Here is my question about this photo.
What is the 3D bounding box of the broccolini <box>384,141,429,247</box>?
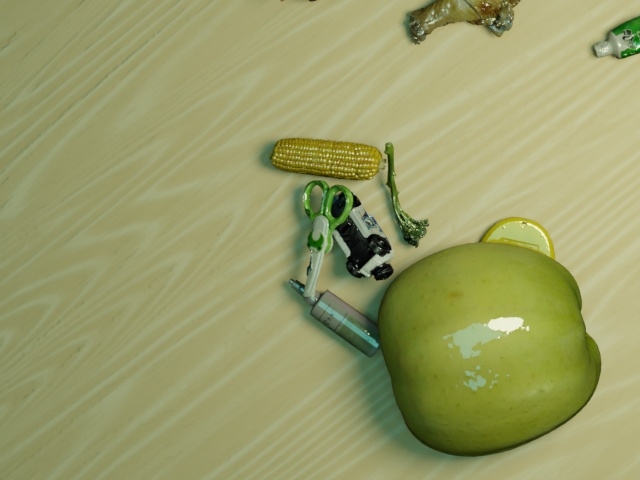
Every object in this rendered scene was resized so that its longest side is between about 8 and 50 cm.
[{"bbox_3d":[0.134,-0.078,1.733,0.052,0.054,0.194,-3,116,47],"label":"broccolini"}]

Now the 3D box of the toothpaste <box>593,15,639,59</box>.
[{"bbox_3d":[0.581,-0.361,1.674,0.248,0.047,0.078,-20,93,6],"label":"toothpaste"}]

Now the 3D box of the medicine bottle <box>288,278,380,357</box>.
[{"bbox_3d":[0.025,0.129,1.769,0.199,0.057,0.058,36,97,3],"label":"medicine bottle"}]

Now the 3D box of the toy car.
[{"bbox_3d":[0.070,-0.005,1.736,0.080,0.070,0.171,-46,65,29],"label":"toy car"}]

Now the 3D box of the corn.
[{"bbox_3d":[0.013,-0.143,1.747,0.207,0.068,0.068,5,95,9],"label":"corn"}]

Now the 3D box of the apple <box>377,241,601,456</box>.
[{"bbox_3d":[0.292,0.188,1.696,0.360,0.320,0.312,-15,58,7],"label":"apple"}]

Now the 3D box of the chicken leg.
[{"bbox_3d":[0.245,-0.404,1.697,0.196,0.080,0.125,-4,106,8],"label":"chicken leg"}]

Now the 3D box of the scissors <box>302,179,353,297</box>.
[{"bbox_3d":[0.000,0.000,1.728,0.101,0.027,0.204,15,98,40],"label":"scissors"}]

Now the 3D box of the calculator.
[{"bbox_3d":[0.331,0.076,1.740,0.146,0.032,0.235,11,97,6],"label":"calculator"}]
